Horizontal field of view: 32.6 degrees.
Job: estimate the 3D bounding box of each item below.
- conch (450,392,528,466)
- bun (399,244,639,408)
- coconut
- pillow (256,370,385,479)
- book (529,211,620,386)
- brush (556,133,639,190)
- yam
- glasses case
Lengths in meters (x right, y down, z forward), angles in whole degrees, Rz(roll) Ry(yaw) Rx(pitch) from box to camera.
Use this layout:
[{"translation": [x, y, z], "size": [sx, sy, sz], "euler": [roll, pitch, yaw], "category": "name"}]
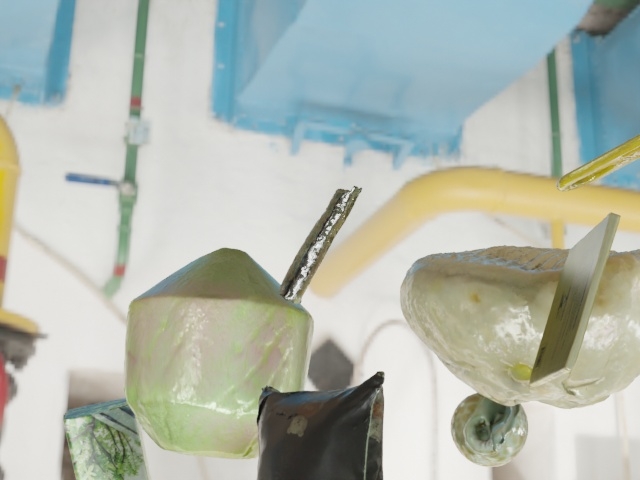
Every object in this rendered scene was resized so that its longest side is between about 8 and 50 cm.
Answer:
[{"translation": [0.256, 0.283, 1.641], "size": [0.106, 0.116, 0.173], "euler": [31, 164, -19], "category": "conch"}, {"translation": [0.286, 0.116, 1.465], "size": [0.365, 0.219, 0.365], "euler": [-2, -179, 0], "category": "bun"}, {"translation": [-0.110, 0.122, 1.207], "size": [0.236, 0.236, 0.204], "euler": [10, 167, -23], "category": "coconut"}, {"translation": [0.000, 0.149, 0.601], "size": [0.090, 0.150, 0.048], "euler": [-8, 161, 25], "category": "pillow"}, {"translation": [0.266, 0.069, 1.163], "size": [0.013, 0.168, 0.192], "euler": [19, 169, 4], "category": "book"}, {"translation": [0.176, -0.066, 0.436], "size": [0.083, 0.011, 0.205], "euler": [-9, 161, -48], "category": "brush"}, {"translation": [0.000, 0.000, 1.045], "size": [0.027, 0.129, 0.033], "euler": [33, -168, 12], "category": "yam"}, {"translation": [-0.264, 0.349, 1.438], "size": [0.095, 0.272, 0.062], "euler": [-12, -173, -5], "category": "glasses case"}]
